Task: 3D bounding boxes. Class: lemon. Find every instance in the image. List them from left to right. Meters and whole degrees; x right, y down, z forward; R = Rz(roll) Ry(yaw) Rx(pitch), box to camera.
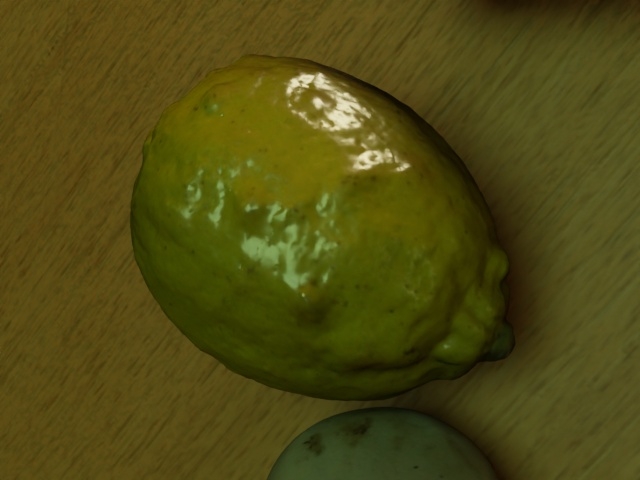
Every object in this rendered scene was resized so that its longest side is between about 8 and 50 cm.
[{"bbox_3d":[-0.007,-0.003,0.846,0.285,0.285,0.316,-29,88,23],"label":"lemon"}]

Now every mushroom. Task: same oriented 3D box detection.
[{"bbox_3d":[0.053,0.254,0.842,0.207,0.207,0.215,13,124,29],"label":"mushroom"}]
